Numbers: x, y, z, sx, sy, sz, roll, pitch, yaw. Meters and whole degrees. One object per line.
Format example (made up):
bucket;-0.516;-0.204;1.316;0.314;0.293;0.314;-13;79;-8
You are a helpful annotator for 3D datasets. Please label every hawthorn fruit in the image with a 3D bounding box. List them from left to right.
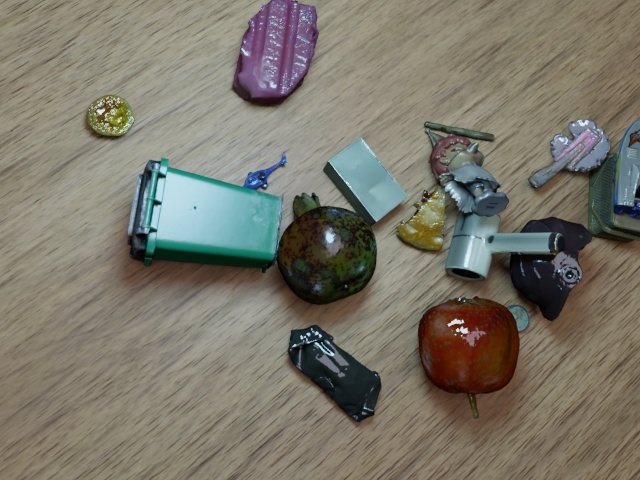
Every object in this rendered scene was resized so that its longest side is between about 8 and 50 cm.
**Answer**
hawthorn fruit;0.406;0.318;1.765;0.286;0.287;0.331;-4;85;-12

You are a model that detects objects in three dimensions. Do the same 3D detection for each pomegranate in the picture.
pomegranate;0.000;0.000;1.769;0.284;0.285;0.341;-17;53;-14

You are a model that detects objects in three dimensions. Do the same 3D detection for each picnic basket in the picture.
picnic basket;0.949;-0.128;2.021;0.165;0.139;0.267;10;77;-9

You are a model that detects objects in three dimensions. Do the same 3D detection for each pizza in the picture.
pizza;0.312;-0.072;1.906;0.154;0.069;0.194;21;100;-6

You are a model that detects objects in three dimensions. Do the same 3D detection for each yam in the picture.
yam;0.434;-0.344;2.025;0.234;0.027;0.029;10;78;-11

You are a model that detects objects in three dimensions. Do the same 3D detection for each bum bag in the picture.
bum bag;0.042;0.354;1.781;0.326;0.079;0.142;44;81;-3

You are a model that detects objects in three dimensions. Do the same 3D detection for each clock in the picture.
clock;0.587;0.234;1.939;0.085;0.017;0.085;2;78;-11

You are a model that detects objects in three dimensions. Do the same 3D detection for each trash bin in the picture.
trash bin;-0.300;-0.055;1.697;0.380;0.295;0.259;8;77;-15

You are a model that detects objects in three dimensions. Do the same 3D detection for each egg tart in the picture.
egg tart;-0.589;-0.344;1.813;0.130;0.052;0.131;3;77;-12

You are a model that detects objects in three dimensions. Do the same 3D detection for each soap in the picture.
soap;-0.129;-0.551;1.907;0.220;0.127;0.325;11;77;-8

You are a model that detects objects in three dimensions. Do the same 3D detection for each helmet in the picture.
helmet;0.644;0.064;1.880;0.177;0.225;0.306;25;75;0

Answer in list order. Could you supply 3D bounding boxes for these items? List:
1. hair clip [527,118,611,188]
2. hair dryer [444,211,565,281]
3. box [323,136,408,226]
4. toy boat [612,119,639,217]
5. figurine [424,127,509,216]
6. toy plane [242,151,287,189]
hair clip;0.769;-0.255;2.035;0.300;0.069;0.173;-38;65;-7
hair dryer;0.528;0.011;1.814;0.128;0.361;0.203;31;70;-38
box;0.131;-0.170;1.899;0.129;0.086;0.225;-38;87;-17
toy boat;0.941;-0.224;1.921;0.129;0.088;0.296;12;77;-8
figurine;0.416;-0.221;1.888;0.206;0.166;0.387;3;41;-22
toy plane;-0.161;-0.197;1.870;0.167;0.054;0.062;-36;61;-15
